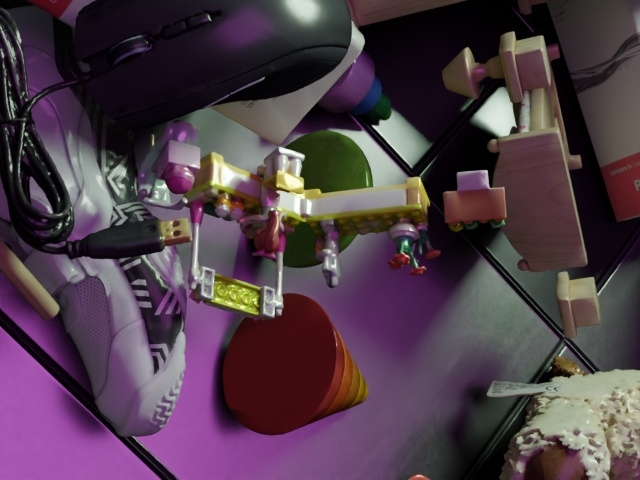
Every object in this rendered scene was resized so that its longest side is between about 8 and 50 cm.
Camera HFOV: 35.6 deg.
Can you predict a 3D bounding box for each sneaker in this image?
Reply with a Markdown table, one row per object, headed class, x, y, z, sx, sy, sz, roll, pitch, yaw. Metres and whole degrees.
| class | x | y | z | sx | sy | sz | roll | pitch | yaw |
| --- | --- | --- | --- | --- | --- | --- | --- | --- | --- |
| sneaker | -0.234 | -0.016 | 0.765 | 0.210 | 0.137 | 0.366 | -8 | 78 | -24 |

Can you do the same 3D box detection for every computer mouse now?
| class | x | y | z | sx | sy | sz | roll | pitch | yaw |
| --- | --- | --- | --- | --- | --- | --- | --- | --- | --- |
| computer mouse | -0.090 | -0.091 | 0.633 | 0.262 | 0.060 | 0.184 | -13 | 81 | -13 |

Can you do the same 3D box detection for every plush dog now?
| class | x | y | z | sx | sy | sz | roll | pitch | yaw |
| --- | --- | --- | --- | --- | --- | --- | --- | --- | --- |
| plush dog | 0.269 | 0.240 | 0.924 | 0.262 | 0.210 | 0.225 | -10 | 102 | -13 |

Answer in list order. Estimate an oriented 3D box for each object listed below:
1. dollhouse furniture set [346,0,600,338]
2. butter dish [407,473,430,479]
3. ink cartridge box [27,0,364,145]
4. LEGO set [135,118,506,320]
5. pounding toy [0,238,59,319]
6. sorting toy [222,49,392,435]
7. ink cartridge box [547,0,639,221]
| class | x | y | z | sx | sy | sz | roll | pitch | yaw |
| --- | --- | --- | --- | --- | --- | --- | --- | --- | --- |
| dollhouse furniture set | 0.155 | -0.126 | 0.982 | 0.303 | 0.174 | 0.355 | -69 | 145 | -56 |
| butter dish | 0.104 | 0.308 | 0.850 | 0.160 | 0.118 | 0.160 | -42 | 98 | -25 |
| ink cartridge box | -0.120 | -0.218 | 0.769 | 0.273 | 0.114 | 0.197 | 27 | 24 | -37 |
| LEGO set | 0.000 | 0.000 | 0.751 | 0.287 | 0.132 | 0.107 | 9 | 65 | -18 |
| pounding toy | -0.277 | 0.064 | 0.641 | 0.155 | 0.269 | 0.154 | 28 | 45 | 11 |
| sorting toy | 0.018 | 0.004 | 0.903 | 0.126 | 0.127 | 0.365 | 29 | 64 | -47 |
| ink cartridge box | 0.384 | -0.184 | 1.069 | 0.207 | 0.117 | 0.283 | -15 | 86 | -26 |
